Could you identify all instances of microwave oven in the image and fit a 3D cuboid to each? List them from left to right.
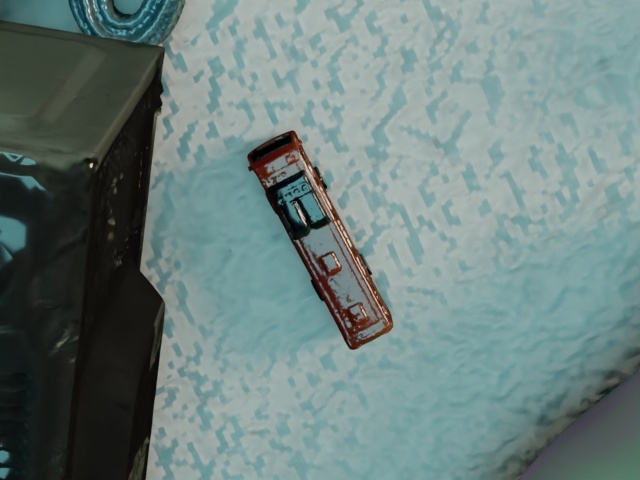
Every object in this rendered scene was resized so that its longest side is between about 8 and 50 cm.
[{"bbox_3d":[-0.191,0.064,0.478,0.238,0.181,0.295,9,112,-2],"label":"microwave oven"}]

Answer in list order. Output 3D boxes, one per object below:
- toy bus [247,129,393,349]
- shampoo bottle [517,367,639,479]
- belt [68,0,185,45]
[{"bbox_3d":[0.000,0.000,0.570,0.031,0.043,0.110,-28,99,4],"label":"toy bus"},{"bbox_3d":[0.205,0.132,0.544,0.222,0.151,0.349,25,99,1],"label":"shampoo bottle"},{"bbox_3d":[-0.099,-0.178,0.532,0.100,0.065,0.179,11,97,-12],"label":"belt"}]
